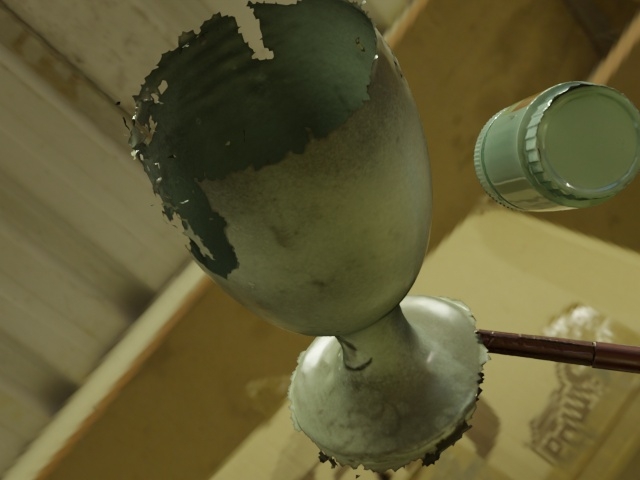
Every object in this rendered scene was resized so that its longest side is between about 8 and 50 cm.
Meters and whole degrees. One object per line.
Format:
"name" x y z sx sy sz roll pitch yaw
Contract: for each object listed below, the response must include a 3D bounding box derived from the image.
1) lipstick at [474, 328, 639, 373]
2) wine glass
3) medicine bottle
"lipstick" 0.219 0.098 1.184 0.176 0.027 0.027 7 -66 4
"wine glass" 0.005 -0.001 0.940 0.190 0.190 0.357 -40 -46 -12
"medicine bottle" 0.307 -0.117 1.726 0.158 0.318 0.158 0 -90 -5
